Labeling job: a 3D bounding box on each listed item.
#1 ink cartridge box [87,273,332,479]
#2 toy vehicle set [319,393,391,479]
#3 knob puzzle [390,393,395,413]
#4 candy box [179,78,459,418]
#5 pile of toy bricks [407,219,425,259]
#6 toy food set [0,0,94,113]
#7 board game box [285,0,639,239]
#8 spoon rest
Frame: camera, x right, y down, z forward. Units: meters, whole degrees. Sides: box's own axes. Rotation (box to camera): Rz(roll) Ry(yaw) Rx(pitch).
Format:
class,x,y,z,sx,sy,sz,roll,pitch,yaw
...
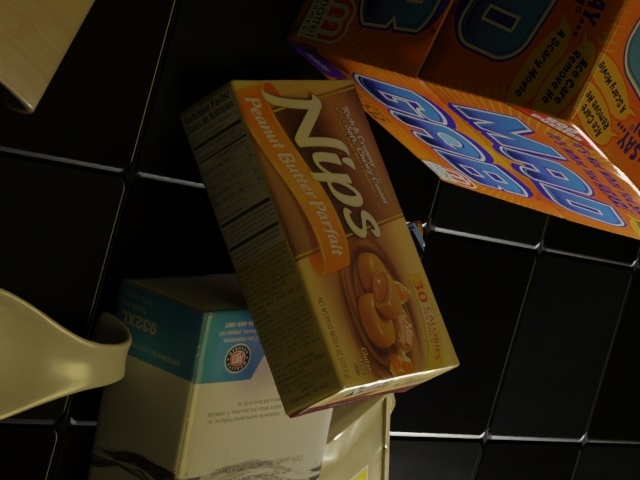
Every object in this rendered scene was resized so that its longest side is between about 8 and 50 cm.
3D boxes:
class,x,y,z,sx,sy,sz,roll,pitch,yaw
ink cartridge box,-0.107,0.196,1.920,0.223,0.129,0.307,-2,106,-51
toy vehicle set,0.011,0.296,2.145,0.166,0.035,0.267,-36,141,-37
knob puzzle,0.027,0.205,2.169,0.213,0.030,0.213,-24,123,-44
candy box,0.000,0.000,1.863,0.183,0.087,0.316,-6,71,-50
pile of toy bricks,0.068,0.011,2.093,0.105,0.118,0.212,-78,147,-49
toy food set,-0.268,-0.262,1.529,0.220,0.092,0.306,-62,151,-11
board game box,0.257,-0.245,1.991,0.356,0.356,0.356,37,76,-52
spoon rest,-0.268,0.102,1.721,0.276,0.084,0.137,-1,106,-51
